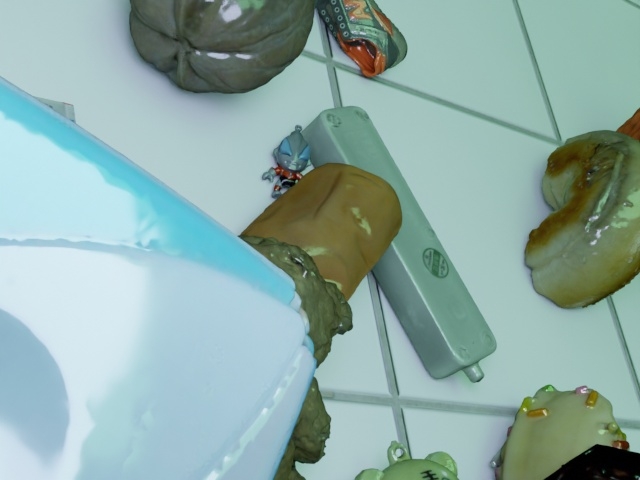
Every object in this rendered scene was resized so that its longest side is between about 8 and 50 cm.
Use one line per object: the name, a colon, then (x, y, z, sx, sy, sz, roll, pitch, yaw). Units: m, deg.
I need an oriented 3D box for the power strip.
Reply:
power strip: (0.100, 0.007, 1.210, 0.091, 0.062, 0.385, -17, 74, -47)

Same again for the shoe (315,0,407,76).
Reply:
shoe: (0.040, -0.314, 1.370, 0.194, 0.074, 0.077, 47, 47, -10)

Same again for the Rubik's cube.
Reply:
Rubik's cube: (-0.255, 0.115, 0.558, 0.352, 0.347, 0.352, 37, 62, -19)

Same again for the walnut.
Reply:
walnut: (-0.113, -0.275, 1.117, 0.224, 0.224, 0.224, 22, 50, -29)

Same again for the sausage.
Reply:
sausage: (0.001, 0.000, 1.081, 0.136, 0.120, 0.241, 49, 46, -3)

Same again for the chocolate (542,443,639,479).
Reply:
chocolate: (0.275, 0.316, 0.938, 0.206, 0.224, 0.177, 55, 4, 23)

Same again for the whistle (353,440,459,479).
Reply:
whistle: (0.120, 0.340, 0.970, 0.131, 0.106, 0.289, -4, 66, -35)

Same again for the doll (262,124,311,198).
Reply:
doll: (-0.036, -0.098, 1.180, 0.057, 0.039, 0.114, 3, 61, 9)

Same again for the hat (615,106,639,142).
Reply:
hat: (0.691, -0.170, 1.592, 0.285, 0.400, 0.285, 35, 30, -24)

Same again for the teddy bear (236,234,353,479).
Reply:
teddy bear: (-0.077, 0.111, 0.899, 0.267, 0.156, 0.256, 31, 54, -21)

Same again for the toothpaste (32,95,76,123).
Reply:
toothpaste: (-0.329, -0.137, 0.953, 0.190, 0.031, 0.048, 11, 53, -40)

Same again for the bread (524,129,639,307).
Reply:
bread: (0.434, -0.050, 1.447, 0.171, 0.192, 0.314, 35, 45, -17)

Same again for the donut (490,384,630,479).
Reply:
donut: (0.372, 0.356, 1.149, 0.371, 0.150, 0.307, 35, 49, -18)
